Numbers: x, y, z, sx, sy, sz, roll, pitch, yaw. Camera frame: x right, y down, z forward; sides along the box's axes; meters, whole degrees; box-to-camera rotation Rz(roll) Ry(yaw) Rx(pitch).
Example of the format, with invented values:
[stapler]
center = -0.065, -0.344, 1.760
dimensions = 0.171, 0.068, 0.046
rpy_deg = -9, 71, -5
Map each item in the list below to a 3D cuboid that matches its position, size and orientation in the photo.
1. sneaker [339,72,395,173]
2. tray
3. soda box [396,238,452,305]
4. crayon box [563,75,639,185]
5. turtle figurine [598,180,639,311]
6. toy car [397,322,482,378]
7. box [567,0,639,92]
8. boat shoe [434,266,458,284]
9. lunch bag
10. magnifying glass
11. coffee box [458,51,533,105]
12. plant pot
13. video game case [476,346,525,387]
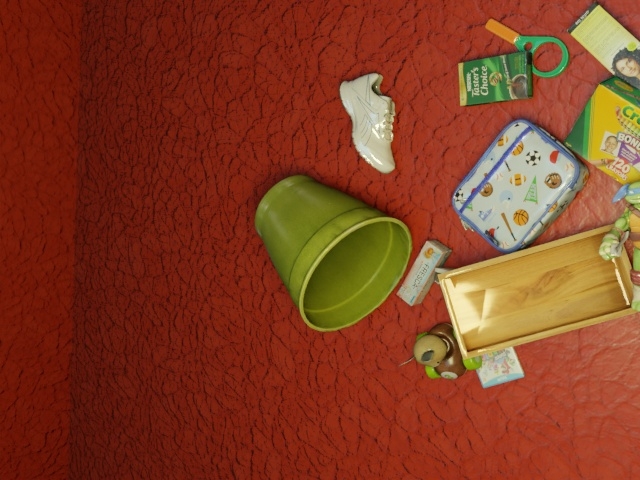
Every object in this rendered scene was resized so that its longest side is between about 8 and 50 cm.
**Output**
[sneaker]
center = 0.151, -0.329, 1.782
dimensions = 0.129, 0.111, 0.297
rpy_deg = -23, 81, 29
[tray]
center = 0.497, 0.119, 1.480
dimensions = 0.411, 0.076, 0.202
rpy_deg = -17, 83, 7
[soda box]
center = 0.281, 0.088, 1.745
dimensions = 0.058, 0.063, 0.183
rpy_deg = 39, 116, 27
[crayon box]
center = 0.690, -0.206, 1.382
dimensions = 0.278, 0.081, 0.165
rpy_deg = 43, 140, 25
[turtle figurine]
center = 0.676, 0.028, 1.282
dimensions = 0.266, 0.198, 0.275
rpy_deg = 65, 172, -21
[toy car]
center = 0.294, 0.301, 1.666
dimensions = 0.155, 0.188, 0.149
rpy_deg = -26, 79, 42
[box]
center = 0.665, -0.421, 1.430
dimensions = 0.087, 0.058, 0.232
rpy_deg = -49, 66, 28
[boat shoe]
center = 0.429, 0.146, 1.616
dimensions = 0.324, 0.116, 0.096
rpy_deg = 17, 101, 28
[lunch bag]
center = 0.470, -0.128, 1.564
dimensions = 0.243, 0.115, 0.303
rpy_deg = 49, 118, 25
[magnifying glass]
center = 0.501, -0.477, 1.567
dimensions = 0.231, 0.026, 0.092
rpy_deg = 41, 116, 24
[coffee box]
center = 0.432, -0.398, 1.596
dimensions = 0.184, 0.040, 0.113
rpy_deg = 4, 101, 42
[plant pot]
center = 0.000, 0.000, 1.793
dimensions = 0.353, 0.366, 0.366
rpy_deg = 44, 118, 37
[video game case]
center = 0.446, 0.289, 1.673
dimensions = 0.119, 0.015, 0.166
rpy_deg = -27, 78, 34
